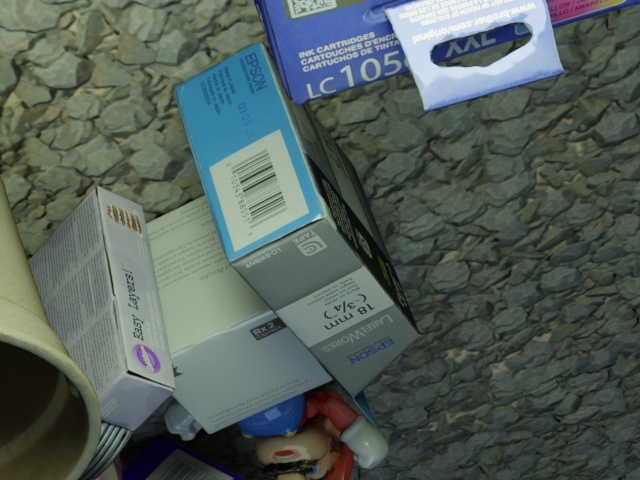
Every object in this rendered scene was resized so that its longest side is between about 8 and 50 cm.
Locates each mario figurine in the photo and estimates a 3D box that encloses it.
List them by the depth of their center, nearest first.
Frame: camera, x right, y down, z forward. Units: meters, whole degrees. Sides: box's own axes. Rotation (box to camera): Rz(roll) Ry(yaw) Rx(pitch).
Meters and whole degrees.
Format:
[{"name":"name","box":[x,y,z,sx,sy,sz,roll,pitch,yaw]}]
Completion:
[{"name":"mario figurine","box":[-0.051,0.218,1.775,0.170,0.198,0.320,-47,135,-15]}]

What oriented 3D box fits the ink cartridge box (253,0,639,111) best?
[{"name":"ink cartridge box","box":[0.062,-0.269,1.101,0.270,0.395,0.151,-16,140,-1]}]

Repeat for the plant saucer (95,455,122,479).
[{"name":"plant saucer","box":[-0.346,0.305,1.698,0.332,0.084,0.332,-11,106,-42]}]

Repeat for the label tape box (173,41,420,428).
[{"name":"label tape box","box":[0.000,0.000,1.507,0.106,0.240,0.333,-28,140,10]}]

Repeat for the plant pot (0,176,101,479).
[{"name":"plant pot","box":[-0.387,0.068,1.395,0.334,0.305,0.334,-10,139,-9]}]

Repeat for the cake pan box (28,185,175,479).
[{"name":"cake pan box","box":[-0.255,0.117,1.530,0.070,0.267,0.246,23,123,-34]}]

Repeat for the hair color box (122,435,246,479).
[{"name":"hair color box","box":[-0.117,0.416,1.914,0.110,0.185,0.339,-45,132,-25]}]

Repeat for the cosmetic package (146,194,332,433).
[{"name":"cosmetic package","box":[-0.099,0.069,1.592,0.151,0.183,0.151,-25,139,9]}]
